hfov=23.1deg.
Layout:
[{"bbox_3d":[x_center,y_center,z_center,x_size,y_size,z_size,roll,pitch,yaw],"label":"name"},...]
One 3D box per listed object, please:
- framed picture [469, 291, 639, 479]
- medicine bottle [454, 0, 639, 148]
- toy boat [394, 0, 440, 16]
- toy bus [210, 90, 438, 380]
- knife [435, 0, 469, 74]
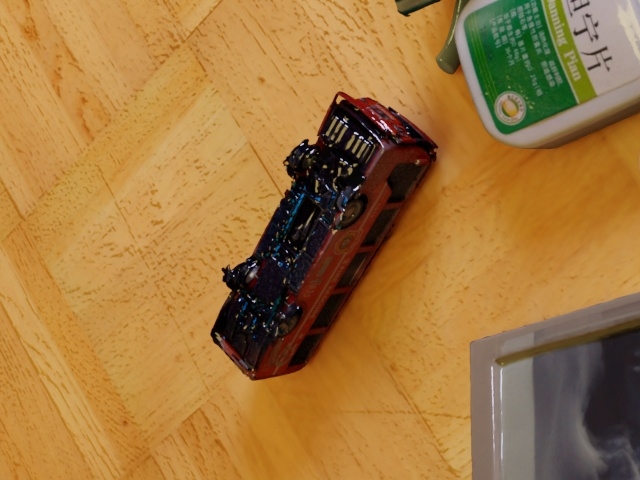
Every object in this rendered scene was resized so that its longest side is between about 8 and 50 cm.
[{"bbox_3d":[0.227,0.227,0.946,0.326,0.028,0.446,-20,54,35],"label":"framed picture"},{"bbox_3d":[0.186,-0.139,1.050,0.183,0.069,0.119,-23,78,33],"label":"medicine bottle"},{"bbox_3d":[0.129,-0.282,1.055,0.096,0.062,0.299,37,103,17],"label":"toy boat"},{"bbox_3d":[0.000,0.000,1.173,0.073,0.096,0.235,44,117,27],"label":"toy bus"},{"bbox_3d":[0.119,-0.220,1.118,0.015,0.028,0.210,32,110,51],"label":"knife"}]
